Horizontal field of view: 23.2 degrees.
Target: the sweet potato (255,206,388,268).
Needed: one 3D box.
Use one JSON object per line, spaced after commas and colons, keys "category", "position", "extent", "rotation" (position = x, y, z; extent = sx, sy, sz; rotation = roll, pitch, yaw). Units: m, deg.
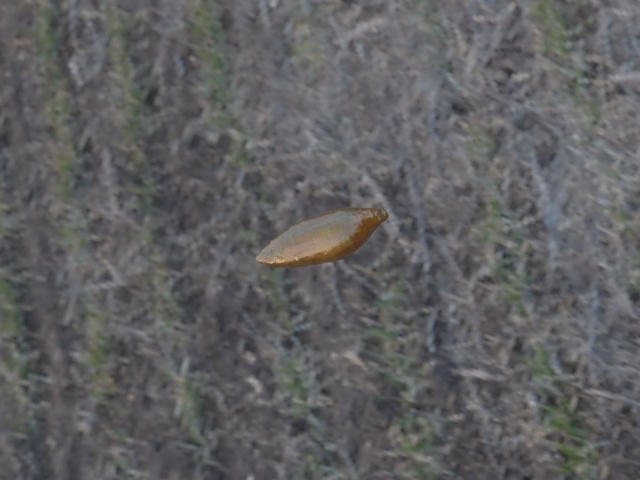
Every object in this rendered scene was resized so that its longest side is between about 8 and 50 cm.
{"category": "sweet potato", "position": [0.000, 0.000, 1.019], "extent": [0.095, 0.034, 0.034], "rotation": [-22, 58, 14]}
